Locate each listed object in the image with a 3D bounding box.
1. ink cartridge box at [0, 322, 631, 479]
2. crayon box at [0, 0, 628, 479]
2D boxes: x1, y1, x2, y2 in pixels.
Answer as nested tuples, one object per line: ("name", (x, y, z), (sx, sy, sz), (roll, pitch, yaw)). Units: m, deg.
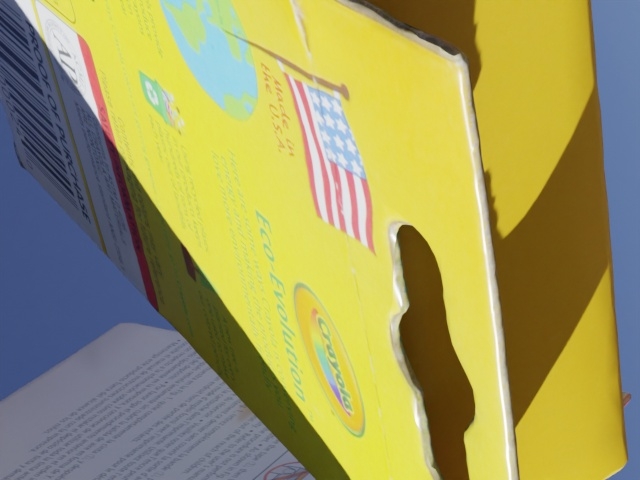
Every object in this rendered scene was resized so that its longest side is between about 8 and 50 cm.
("ink cartridge box", (-0.056, 0.128, 0.679), (0.296, 0.261, 0.066), (-35, -55, -52))
("crayon box", (-0.013, -0.044, 0.519), (0.318, 0.081, 0.202), (43, 152, 46))
